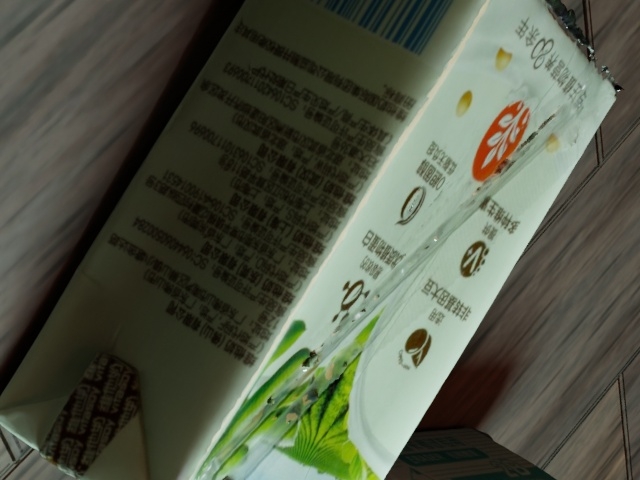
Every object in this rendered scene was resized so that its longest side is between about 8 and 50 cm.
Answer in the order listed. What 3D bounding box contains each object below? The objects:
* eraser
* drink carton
[{"bbox_3d":[0.071,0.167,1.299,0.225,0.095,0.052,4,113,-57],"label":"eraser"},{"bbox_3d":[0.000,-0.001,1.030,0.324,0.132,0.194,-59,150,-3],"label":"drink carton"}]
